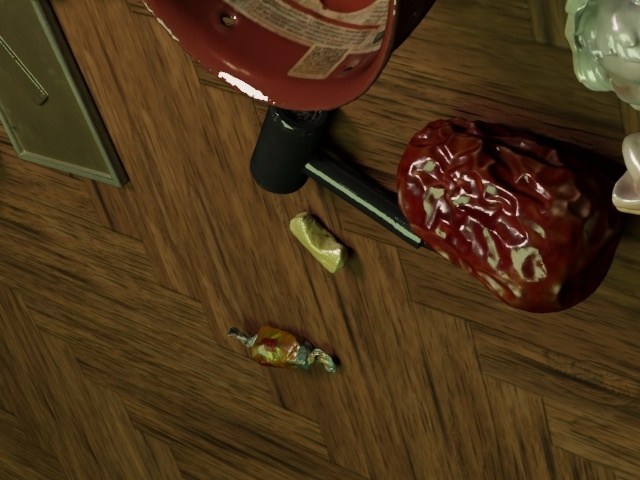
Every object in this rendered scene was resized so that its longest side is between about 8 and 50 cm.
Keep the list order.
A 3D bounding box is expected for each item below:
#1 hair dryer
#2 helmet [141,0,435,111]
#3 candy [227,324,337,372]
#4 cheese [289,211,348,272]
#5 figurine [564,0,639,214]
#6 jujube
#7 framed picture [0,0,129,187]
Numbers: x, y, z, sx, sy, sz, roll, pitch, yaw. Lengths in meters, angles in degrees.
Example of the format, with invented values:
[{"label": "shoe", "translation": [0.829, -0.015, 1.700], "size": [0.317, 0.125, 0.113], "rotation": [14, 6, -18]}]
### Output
[{"label": "hair dryer", "translation": [0.044, -0.064, 1.681], "size": [0.255, 0.070, 0.128], "rotation": [32, 147, 8]}, {"label": "helmet", "translation": [-0.004, -0.318, 1.256], "size": [0.337, 0.230, 0.385], "rotation": [22, 135, 37]}, {"label": "candy", "translation": [-0.057, 0.145, 2.053], "size": [0.182, 0.046, 0.053], "rotation": [12, 138, 41]}, {"label": "cheese", "translation": [0.000, 0.000, 1.826], "size": [0.083, 0.030, 0.044], "rotation": [45, 156, 12]}, {"label": "figurine", "translation": [0.269, -0.134, 1.226], "size": [0.162, 0.141, 0.237], "rotation": [11, 135, 37]}, {"label": "jujube", "translation": [0.174, -0.028, 1.466], "size": [0.230, 0.155, 0.155], "rotation": [27, 145, 31]}, {"label": "framed picture", "translation": [-0.389, -0.216, 2.054], "size": [0.232, 0.024, 0.315], "rotation": [16, 140, 40]}]
